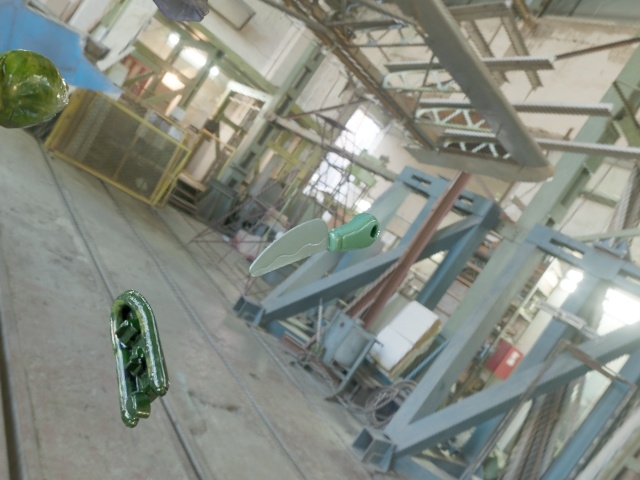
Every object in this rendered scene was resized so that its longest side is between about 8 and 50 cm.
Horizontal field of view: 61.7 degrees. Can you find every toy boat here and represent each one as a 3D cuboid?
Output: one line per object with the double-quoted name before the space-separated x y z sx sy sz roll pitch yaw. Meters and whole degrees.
"toy boat" -0.263 0.160 0.764 0.052 0.104 0.210 19 33 -43

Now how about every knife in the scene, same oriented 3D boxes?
"knife" 0.000 -0.002 0.766 0.035 0.063 0.260 23 25 37

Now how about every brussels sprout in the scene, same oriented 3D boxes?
"brussels sprout" -0.512 -0.260 0.934 0.100 0.139 0.181 44 21 20

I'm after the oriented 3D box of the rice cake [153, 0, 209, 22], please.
"rice cake" -0.245 -0.412 0.572 0.070 0.064 0.399 -12 -61 51
